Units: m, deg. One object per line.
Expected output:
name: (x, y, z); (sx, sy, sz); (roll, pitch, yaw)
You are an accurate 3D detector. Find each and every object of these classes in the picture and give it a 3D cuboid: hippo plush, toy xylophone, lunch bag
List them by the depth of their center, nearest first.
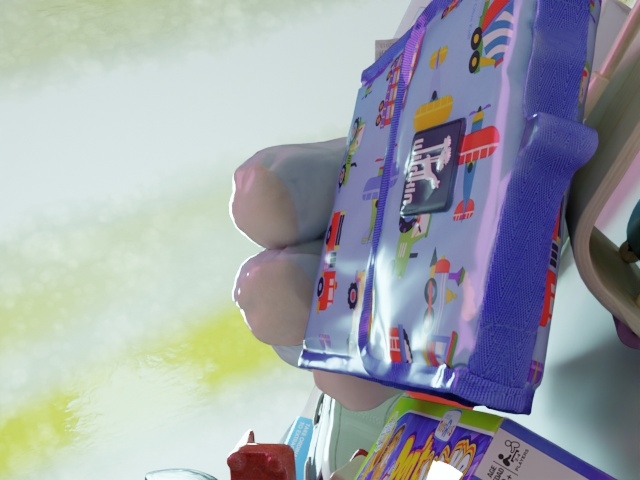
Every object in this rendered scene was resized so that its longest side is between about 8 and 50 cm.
toy xylophone: (0.223, -0.111, 0.508); (0.323, 0.081, 0.236); (-64, 1, 32)
lunch bag: (0.089, -0.019, 0.528); (0.293, 0.138, 0.221); (136, 147, -80)
hippo plush: (0.000, 0.000, 0.805); (0.236, 0.234, 0.294); (-21, 64, 60)

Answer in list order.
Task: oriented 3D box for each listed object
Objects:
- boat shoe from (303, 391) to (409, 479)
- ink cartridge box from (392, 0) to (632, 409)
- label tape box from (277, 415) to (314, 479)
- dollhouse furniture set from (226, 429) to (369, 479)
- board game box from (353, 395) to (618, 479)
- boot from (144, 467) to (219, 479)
boat shoe: (0.042, 0.214, 1.142); (0.091, 0.114, 0.302); (-56, 4, 37)
ink cartridge box: (0.115, -0.056, 0.910); (0.385, 0.091, 0.308); (-62, 30, 3)
label tape box: (-0.046, 0.392, 1.330); (0.348, 0.115, 0.249); (114, -179, -60)
dollhouse furniture set: (-0.073, 0.346, 1.002); (0.374, 0.201, 0.152); (-60, -11, 16)
board game box: (0.050, 0.220, 0.577); (0.233, 0.078, 0.347); (-59, -1, -9)
boot: (-0.161, 0.464, 1.215); (0.096, 0.264, 0.281); (-4, -70, -51)
